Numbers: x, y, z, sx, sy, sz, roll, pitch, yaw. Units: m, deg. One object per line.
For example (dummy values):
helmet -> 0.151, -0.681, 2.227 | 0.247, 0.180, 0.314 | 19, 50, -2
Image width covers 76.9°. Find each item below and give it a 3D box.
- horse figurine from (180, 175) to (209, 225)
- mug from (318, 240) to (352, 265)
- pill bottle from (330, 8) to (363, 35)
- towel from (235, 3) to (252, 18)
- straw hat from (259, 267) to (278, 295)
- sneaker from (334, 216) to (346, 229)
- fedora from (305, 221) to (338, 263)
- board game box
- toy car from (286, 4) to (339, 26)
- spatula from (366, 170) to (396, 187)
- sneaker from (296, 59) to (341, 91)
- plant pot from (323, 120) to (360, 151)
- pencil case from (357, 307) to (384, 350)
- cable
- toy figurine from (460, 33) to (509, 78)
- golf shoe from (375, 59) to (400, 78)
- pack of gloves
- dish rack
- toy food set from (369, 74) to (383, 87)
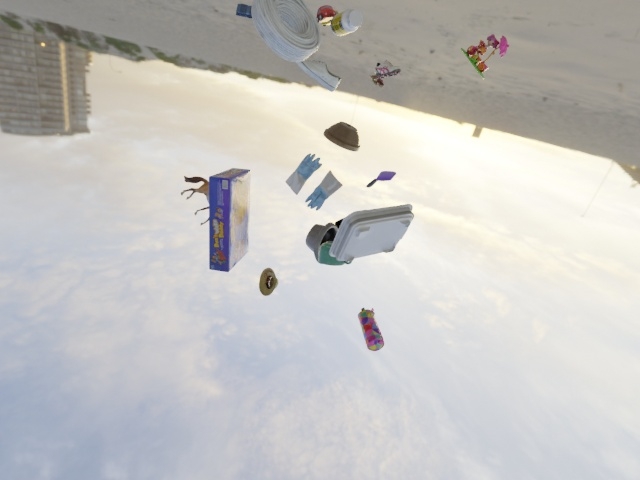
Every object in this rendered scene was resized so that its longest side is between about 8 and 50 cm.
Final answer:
horse figurine -> -0.519, -0.191, 1.842 | 0.175, 0.263, 0.066 | -26, -153, -2
mug -> 0.071, 0.059, 1.937 | 0.158, 0.097, 0.129 | 4, -168, -5
pill bottle -> 0.084, -0.685, 1.263 | 0.065, 0.065, 0.116 | 1, -165, -26
towel -> -0.323, -1.044, 1.840 | 0.120, 0.029, 0.067 | 8, -114, -5
straw hat -> -0.247, 0.212, 2.045 | 0.061, 0.144, 0.144 | 15, -162, -46
sneaker -> 0.131, -0.086, 2.521 | 0.146, 0.293, 0.102 | -19, -100, -25
fedora -> 0.000, 0.000, 2.350 | 0.124, 0.243, 0.275 | 23, 165, 25
board game box -> -0.340, -0.085, 1.528 | 0.078, 0.346, 0.233 | 7, -162, 7
toy car -> -0.031, -0.860, 1.563 | 0.225, 0.053, 0.239 | -3, -159, 15
spatula -> 0.284, -0.296, 1.980 | 0.084, 0.030, 0.296 | -1, 178, -13
sneaker -> -0.013, -0.854, 2.000 | 0.258, 0.091, 0.094 | 33, -152, -16
plant pot -> 0.144, -0.633, 2.399 | 0.238, 0.109, 0.237 | 21, -152, -12
pencil case -> 0.266, 0.467, 2.134 | 0.105, 0.104, 0.236 | 6, -144, -16
cable -> -0.115, -0.727, 1.350 | 0.257, 0.089, 0.257 | 45, -132, -18
toy figurine -> 0.728, -0.826, 1.752 | 0.173, 0.159, 0.130 | 57, -150, 7
golf shoe -> 0.337, -0.876, 2.050 | 0.068, 0.085, 0.186 | -13, -160, -28
pack of gloves -> -0.023, -0.248, 1.701 | 0.195, 0.232, 0.046 | 49, -134, 1
dish rack -> 0.219, -0.018, 1.644 | 0.333, 0.285, 0.072 | -11, -125, -26
toy food set -> 0.288, -0.797, 2.013 | 0.078, 0.019, 0.122 | 17, -143, -27
